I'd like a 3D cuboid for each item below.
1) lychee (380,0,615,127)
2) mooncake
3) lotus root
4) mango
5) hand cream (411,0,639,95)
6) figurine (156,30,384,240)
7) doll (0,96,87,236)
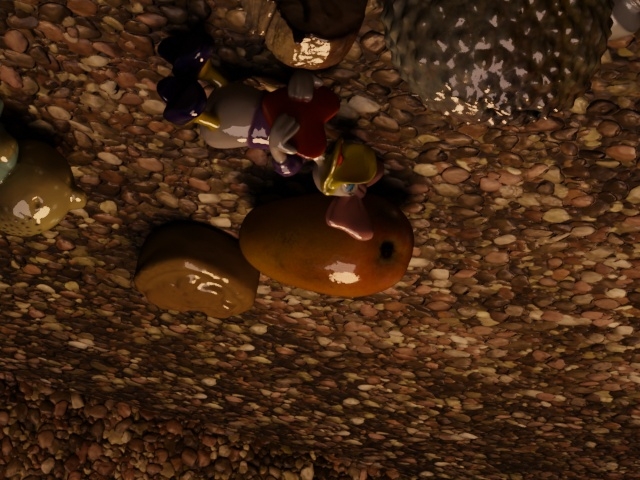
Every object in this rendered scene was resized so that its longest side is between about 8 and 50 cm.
[{"bbox_3d":[0.194,-0.255,1.221,0.255,0.255,0.274,9,137,-1],"label":"lychee"},{"bbox_3d":[-0.234,0.062,2.092,0.234,0.117,0.235,9,155,4],"label":"mooncake"},{"bbox_3d":[-0.031,-0.314,1.260,0.170,0.261,0.074,-19,159,-17],"label":"lotus root"},{"bbox_3d":[0.000,0.000,1.839,0.317,0.173,0.211,5,-171,30],"label":"mango"},{"bbox_3d":[0.269,-0.249,1.392,0.340,0.078,0.124,-19,-179,44],"label":"hand cream"},{"bbox_3d":[-0.059,-0.147,1.604,0.421,0.154,0.193,25,154,-24],"label":"figurine"},{"bbox_3d":[-0.513,-0.112,1.795,0.177,0.161,0.260,-14,142,35],"label":"doll"}]
